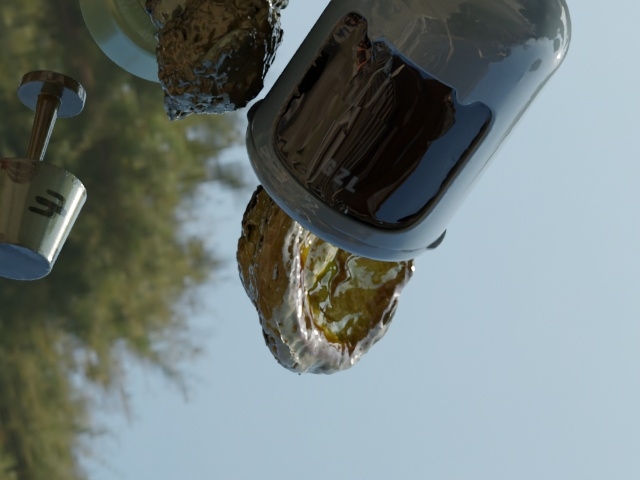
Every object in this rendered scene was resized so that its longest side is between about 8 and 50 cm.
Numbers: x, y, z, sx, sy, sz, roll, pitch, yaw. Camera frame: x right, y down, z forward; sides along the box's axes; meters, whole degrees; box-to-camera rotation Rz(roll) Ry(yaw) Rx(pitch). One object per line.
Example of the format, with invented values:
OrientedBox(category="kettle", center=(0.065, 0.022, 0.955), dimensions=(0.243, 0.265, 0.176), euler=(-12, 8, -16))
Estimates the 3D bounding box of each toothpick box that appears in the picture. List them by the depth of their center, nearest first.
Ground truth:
OrientedBox(category="toothpick box", center=(0.107, -0.183, 1.935), dimensions=(0.263, 0.355, 0.263), euler=(24, -147, -17))

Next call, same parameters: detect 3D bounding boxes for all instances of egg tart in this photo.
OrientedBox(category="egg tart", center=(0.001, 0.003, 2.334), dimensions=(0.129, 0.341, 0.341), euler=(19, -141, 34))

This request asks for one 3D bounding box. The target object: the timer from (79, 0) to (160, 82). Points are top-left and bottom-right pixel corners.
OrientedBox(category="timer", center=(-0.191, -0.389, 2.806), dimensions=(0.290, 0.291, 0.315), euler=(-18, -177, -15))

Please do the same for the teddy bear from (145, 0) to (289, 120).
OrientedBox(category="teddy bear", center=(-0.104, -0.248, 1.997), dimensions=(0.156, 0.267, 0.256), euler=(24, -115, -9))

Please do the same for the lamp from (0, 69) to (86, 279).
OrientedBox(category="lamp", center=(-0.298, -0.071, 1.978), dimensions=(0.121, 0.121, 0.215), euler=(1, -120, 18))
